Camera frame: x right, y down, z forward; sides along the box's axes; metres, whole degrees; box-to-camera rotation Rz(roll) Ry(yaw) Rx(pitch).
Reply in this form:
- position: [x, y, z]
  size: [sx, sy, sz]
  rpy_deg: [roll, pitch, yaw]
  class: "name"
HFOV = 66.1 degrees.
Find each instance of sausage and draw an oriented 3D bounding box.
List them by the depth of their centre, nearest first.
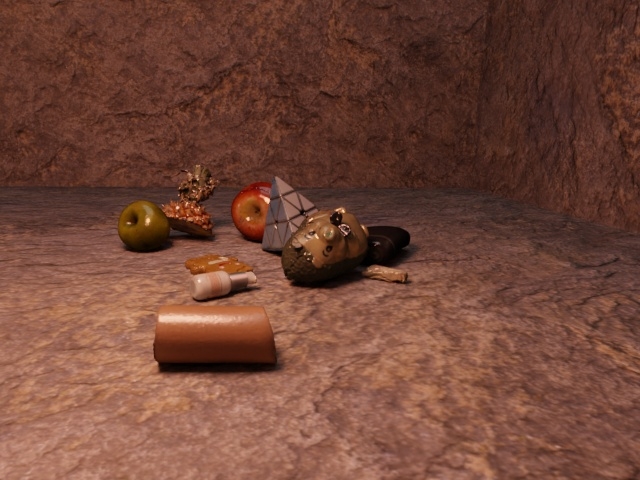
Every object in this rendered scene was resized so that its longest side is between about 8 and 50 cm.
- position: [-0.217, 0.198, 1.040]
  size: [0.253, 0.123, 0.123]
  rpy_deg: [2, 14, -5]
  class: "sausage"

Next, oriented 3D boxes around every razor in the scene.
- position: [0.220, 0.006, 1.903]
  size: [0.204, 0.113, 0.349]
  rpy_deg: [5, 14, 24]
  class: "razor"

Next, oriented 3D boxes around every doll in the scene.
- position: [0.016, 0.011, 1.600]
  size: [0.247, 0.247, 0.349]
  rpy_deg: [11, 26, 33]
  class: "doll"

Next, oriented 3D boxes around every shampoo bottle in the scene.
- position: [-0.282, 0.122, 1.433]
  size: [0.192, 0.074, 0.074]
  rpy_deg: [-10, 18, -37]
  class: "shampoo bottle"

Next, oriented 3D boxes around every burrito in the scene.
- position: [0.214, 0.110, 1.621]
  size: [0.149, 0.041, 0.055]
  rpy_deg: [8, 28, 23]
  class: "burrito"

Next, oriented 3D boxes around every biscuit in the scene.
- position: [-0.342, 0.086, 1.656]
  size: [0.184, 0.035, 0.249]
  rpy_deg: [-12, 20, -44]
  class: "biscuit"

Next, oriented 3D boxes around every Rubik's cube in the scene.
- position: [-0.105, -0.063, 1.838]
  size: [0.228, 0.228, 0.233]
  rpy_deg: [22, -18, 21]
  class: "Rubik's cube"

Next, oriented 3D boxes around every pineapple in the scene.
- position: [-0.528, -0.175, 2.060]
  size: [0.263, 0.271, 0.262]
  rpy_deg: [13, -14, 4]
  class: "pineapple"

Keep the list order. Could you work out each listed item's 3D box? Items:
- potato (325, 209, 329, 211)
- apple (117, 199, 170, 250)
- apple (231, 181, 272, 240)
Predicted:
- position: [-0.042, -0.027, 2.112]
  size: [0.261, 0.100, 0.120]
  rpy_deg: [-34, -1, -45]
  class: "potato"
- position: [-0.666, -0.052, 1.869]
  size: [0.196, 0.196, 0.157]
  rpy_deg: [11, -9, 31]
  class: "apple"
- position: [-0.235, -0.122, 2.077]
  size: [0.272, 0.251, 0.206]
  rpy_deg: [-7, 5, 21]
  class: "apple"
